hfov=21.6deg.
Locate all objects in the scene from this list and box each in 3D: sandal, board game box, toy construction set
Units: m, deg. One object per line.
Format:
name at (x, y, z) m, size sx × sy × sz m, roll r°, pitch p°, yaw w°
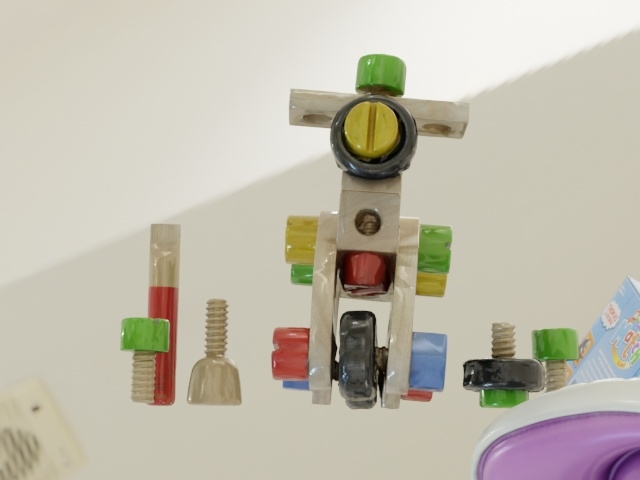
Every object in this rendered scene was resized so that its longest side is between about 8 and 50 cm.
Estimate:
sandal at (0.250, 0.168, 0.963) m, size 0.102 × 0.416 × 0.169 m, roll -55°, pitch -52°, yaw -36°
board game box at (0.263, 0.151, 1.604) m, size 0.039 × 0.160 × 0.211 m, roll 30°, pitch -76°, yaw -11°
toy construction set at (0.000, 0.000, 1.198) m, size 0.308 × 0.237 × 0.257 m, roll -3°, pitch -8°, yaw 26°
